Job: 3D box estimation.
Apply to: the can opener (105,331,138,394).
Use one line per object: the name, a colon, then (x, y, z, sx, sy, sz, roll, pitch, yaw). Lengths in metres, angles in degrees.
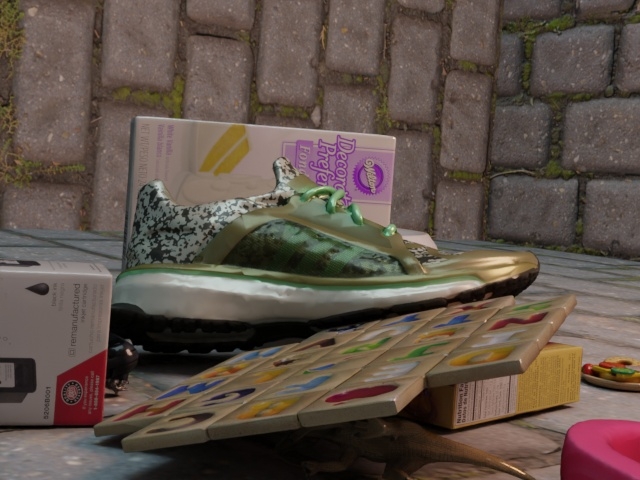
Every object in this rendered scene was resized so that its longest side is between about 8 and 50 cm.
can opener: (-0.187, 0.089, 0.884, 0.059, 0.073, 0.186, -5, -3, -17)

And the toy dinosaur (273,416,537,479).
toy dinosaur: (0.048, 0.123, 0.644, 0.183, 0.053, 0.092, 6, 3, 22)

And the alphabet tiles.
alphabet tiles: (0.022, 0.083, 0.746, 0.285, 0.011, 0.342, -11, 3, 22)

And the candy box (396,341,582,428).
candy box: (0.123, 0.112, 0.889, 0.109, 0.053, 0.187, 6, 3, 43)

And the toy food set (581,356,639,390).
toy food set: (0.296, 0.130, 1.042, 0.083, 0.020, 0.082, 2, 4, -31)

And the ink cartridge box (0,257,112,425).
ink cartridge box: (-0.225, 0.069, 0.733, 0.150, 0.109, 0.063, 3, 7, -20)

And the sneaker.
sneaker: (0.000, 0.000, 0.998, 0.410, 0.182, 0.158, -1, -18, -4)

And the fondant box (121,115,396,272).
fondant box: (-0.080, -0.027, 1.357, 0.330, 0.238, 0.096, 3, 4, -14)

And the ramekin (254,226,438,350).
ramekin: (0.011, 0.047, 1.182, 0.273, 0.127, 0.273, 5, 4, 0)

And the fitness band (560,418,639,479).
fitness band: (0.256, 0.143, 0.573, 0.209, 0.054, 0.291, 3, 3, -17)
